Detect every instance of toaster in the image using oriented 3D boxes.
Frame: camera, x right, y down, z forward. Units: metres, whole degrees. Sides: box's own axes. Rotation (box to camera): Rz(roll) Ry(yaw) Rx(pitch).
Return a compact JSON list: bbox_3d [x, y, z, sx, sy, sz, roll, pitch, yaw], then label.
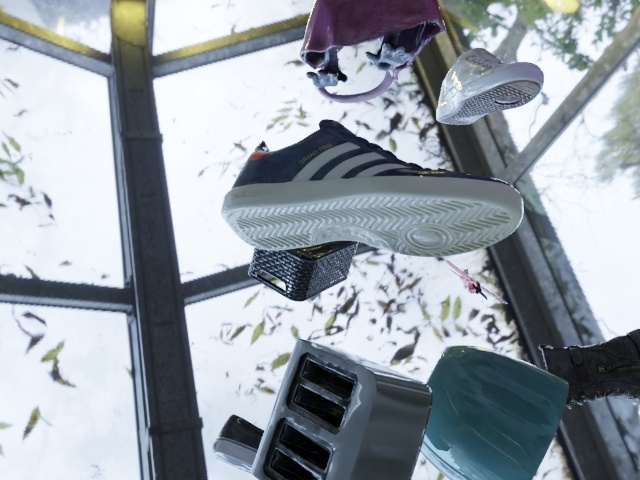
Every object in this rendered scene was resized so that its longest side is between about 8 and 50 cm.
[{"bbox_3d":[0.025,0.214,0.691,0.110,0.185,0.168,23,-97,-41],"label":"toaster"}]

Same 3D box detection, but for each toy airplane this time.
[{"bbox_3d":[0.292,0.080,1.228,0.151,0.151,0.028,38,-80,8],"label":"toy airplane"}]

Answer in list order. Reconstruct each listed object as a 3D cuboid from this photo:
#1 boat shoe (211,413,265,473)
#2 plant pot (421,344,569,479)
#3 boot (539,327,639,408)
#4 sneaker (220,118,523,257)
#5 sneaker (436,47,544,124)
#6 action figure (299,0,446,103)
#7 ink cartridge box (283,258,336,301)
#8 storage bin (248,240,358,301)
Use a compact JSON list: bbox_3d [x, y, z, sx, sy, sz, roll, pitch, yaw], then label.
[{"bbox_3d":[-0.044,0.319,0.920,0.228,0.080,0.076,20,-122,2],"label":"boat shoe"},{"bbox_3d":[0.308,0.345,1.236,0.235,0.293,0.293,27,-124,14],"label":"plant pot"},{"bbox_3d":[0.601,0.317,1.312,0.228,0.091,0.263,-19,-125,10],"label":"boot"},{"bbox_3d":[0.055,-0.074,0.729,0.349,0.131,0.148,3,-123,19],"label":"sneaker"},{"bbox_3d":[0.273,-0.279,1.056,0.105,0.290,0.123,6,-90,-15],"label":"sneaker"},{"bbox_3d":[0.084,-0.405,0.860,0.247,0.275,0.371,1,-97,12],"label":"action figure"},{"bbox_3d":[0.000,0.000,1.489,0.066,0.189,0.232,12,-135,45],"label":"ink cartridge box"},{"bbox_3d":[-0.028,0.027,1.122,0.122,0.084,0.180,28,-155,25],"label":"storage bin"}]
